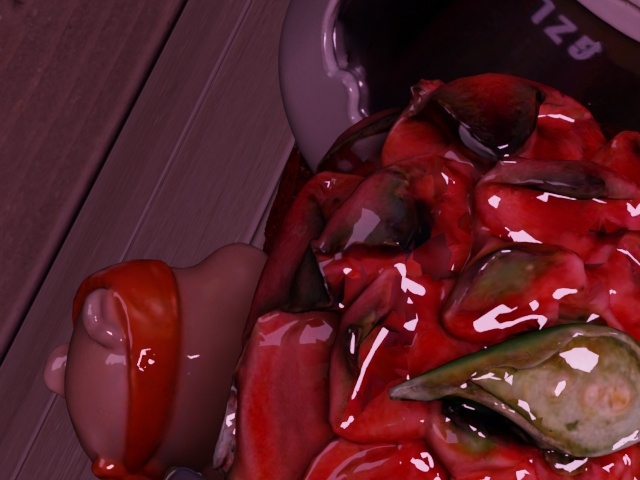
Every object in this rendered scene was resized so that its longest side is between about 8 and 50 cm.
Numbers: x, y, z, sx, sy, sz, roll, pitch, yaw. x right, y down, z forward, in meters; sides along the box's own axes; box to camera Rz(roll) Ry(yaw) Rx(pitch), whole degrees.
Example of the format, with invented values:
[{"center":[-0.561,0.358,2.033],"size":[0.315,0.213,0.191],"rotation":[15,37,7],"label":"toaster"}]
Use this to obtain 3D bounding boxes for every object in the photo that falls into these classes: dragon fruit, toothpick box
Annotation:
[{"center":[0.059,0.051,0.735],"size":[0.233,0.234,0.293],"rotation":[-61,19,-6],"label":"dragon fruit"},{"center":[0.000,0.000,1.388],"size":[0.162,0.083,0.106],"rotation":[-87,17,-46],"label":"dragon fruit"},{"center":[0.110,-0.122,0.962],"size":[0.316,0.229,0.229],"rotation":[-45,19,53],"label":"toothpick box"}]

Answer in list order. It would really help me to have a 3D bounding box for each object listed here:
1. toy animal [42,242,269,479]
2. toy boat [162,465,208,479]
[{"center":[-0.067,0.092,1.144],"size":[0.171,0.198,0.171],"rotation":[-51,7,9],"label":"toy animal"},{"center":[-0.045,0.175,1.067],"size":[0.016,0.115,0.063],"rotation":[-39,24,53],"label":"toy boat"}]
